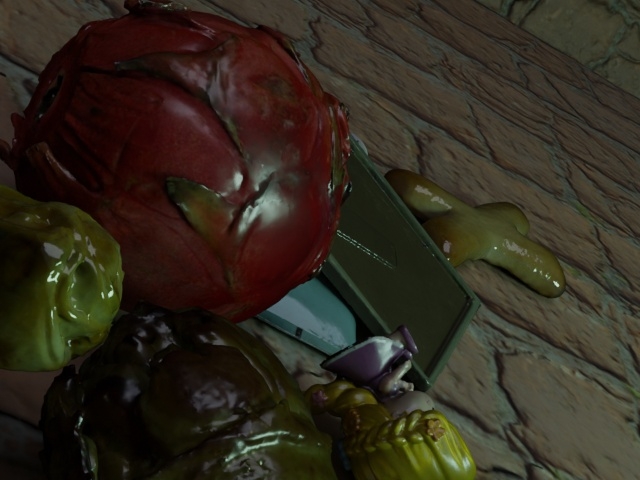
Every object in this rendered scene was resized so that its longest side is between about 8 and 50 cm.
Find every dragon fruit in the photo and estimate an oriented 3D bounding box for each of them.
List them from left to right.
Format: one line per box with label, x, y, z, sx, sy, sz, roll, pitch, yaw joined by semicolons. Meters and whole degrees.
dragon fruit;-0.096;-0.053;0.779;0.241;0.241;0.252;55;4;36

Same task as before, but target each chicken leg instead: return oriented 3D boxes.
chicken leg;-0.051;0.159;0.574;0.211;0.140;0.361;26;22;-35

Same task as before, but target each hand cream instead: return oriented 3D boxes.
hand cream;0.000;0.000;1.013;0.111;0.070;0.312;31;34;-11

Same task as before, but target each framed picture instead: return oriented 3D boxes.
framed picture;0.049;-0.002;0.995;0.260;0.023;0.189;51;31;-4

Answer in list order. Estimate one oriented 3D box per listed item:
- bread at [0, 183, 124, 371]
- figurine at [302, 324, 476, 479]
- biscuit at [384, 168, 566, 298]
bread;-0.236;0.002;0.598;0.269;0.087;0.098;15;26;11
figurine;0.044;0.154;0.778;0.156;0.115;0.095;63;-1;13
biscuit;0.180;-0.011;1.237;0.208;0.047;0.164;14;31;-35
